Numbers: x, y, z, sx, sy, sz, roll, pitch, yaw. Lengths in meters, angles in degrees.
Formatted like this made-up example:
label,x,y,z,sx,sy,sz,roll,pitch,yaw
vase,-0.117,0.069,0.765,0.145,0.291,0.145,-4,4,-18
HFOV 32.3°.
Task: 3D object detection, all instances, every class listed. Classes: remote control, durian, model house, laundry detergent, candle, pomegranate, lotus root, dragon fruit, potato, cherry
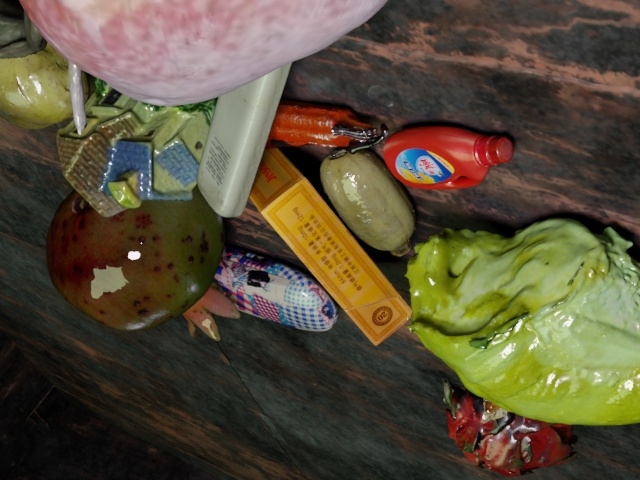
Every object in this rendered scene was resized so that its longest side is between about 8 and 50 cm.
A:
label,x,y,z,sx,sy,sz,roll,pitch,yaw
remote control,-0.096,-0.150,1.329,0.090,0.038,0.310,52,142,28
durian,0.276,0.104,1.264,0.339,0.204,0.255,40,144,-14
model house,-0.252,-0.136,1.515,0.214,0.189,0.195,13,150,42
laundry detergent,0.151,-0.092,1.244,0.165,0.049,0.097,1,146,50
candle,-0.026,-0.139,1.376,0.301,0.059,0.084,12,159,45
pomegranate,-0.259,0.013,1.754,0.323,0.291,0.290,17,168,-33
lotus root,0.067,-0.042,1.407,0.090,0.077,0.183,9,143,46
dragon fruit,0.279,0.255,1.586,0.182,0.188,0.182,159,90,-77
potato,-0.445,-0.248,1.619,0.248,0.143,0.169,25,160,41
cherry,-0.095,-0.263,0.956,0.334,0.292,0.326,-8,-177,0

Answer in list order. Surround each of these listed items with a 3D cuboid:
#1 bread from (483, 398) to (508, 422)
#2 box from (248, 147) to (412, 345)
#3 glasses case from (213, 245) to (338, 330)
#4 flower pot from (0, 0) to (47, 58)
label,x,y,z,sx,sy,sz,roll,pitch,yaw
bread,0.253,0.157,1.502,0.136,0.154,0.054,56,166,18
box,0.000,0.000,1.492,0.274,0.076,0.174,50,-179,-31
glasses case,-0.109,0.076,1.855,0.327,0.076,0.125,16,151,37
flower pot,-0.350,-0.360,1.191,0.301,0.213,0.302,28,156,14
